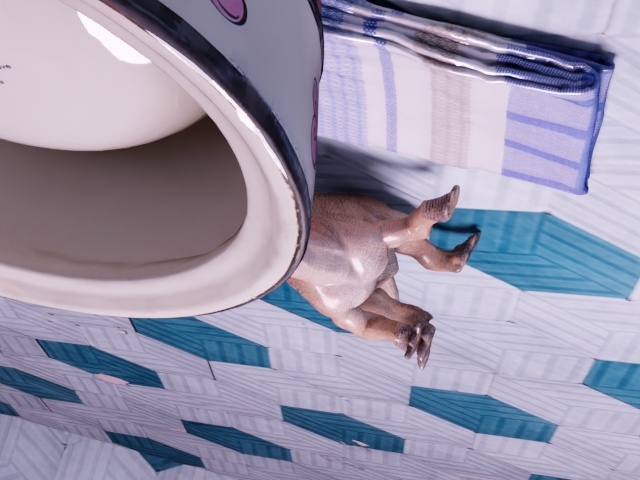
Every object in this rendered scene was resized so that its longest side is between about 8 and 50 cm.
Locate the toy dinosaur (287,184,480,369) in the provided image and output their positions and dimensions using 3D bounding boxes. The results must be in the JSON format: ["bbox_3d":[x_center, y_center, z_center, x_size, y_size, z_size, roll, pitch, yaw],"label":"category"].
[{"bbox_3d":[0.000,0.000,1.251,0.200,0.127,0.296,20,177,14],"label":"toy dinosaur"}]

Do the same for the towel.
[{"bbox_3d":[0.034,-0.093,1.053,0.285,0.034,0.209,14,164,8],"label":"towel"}]

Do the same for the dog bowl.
[{"bbox_3d":[-0.181,-0.117,0.896,0.408,0.150,0.408,15,155,7],"label":"dog bowl"}]
